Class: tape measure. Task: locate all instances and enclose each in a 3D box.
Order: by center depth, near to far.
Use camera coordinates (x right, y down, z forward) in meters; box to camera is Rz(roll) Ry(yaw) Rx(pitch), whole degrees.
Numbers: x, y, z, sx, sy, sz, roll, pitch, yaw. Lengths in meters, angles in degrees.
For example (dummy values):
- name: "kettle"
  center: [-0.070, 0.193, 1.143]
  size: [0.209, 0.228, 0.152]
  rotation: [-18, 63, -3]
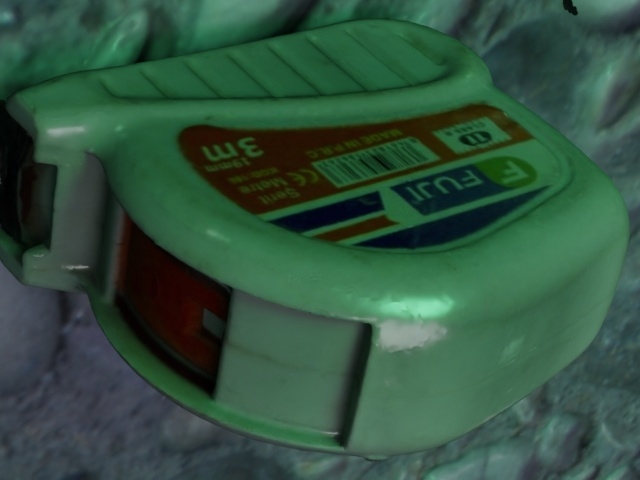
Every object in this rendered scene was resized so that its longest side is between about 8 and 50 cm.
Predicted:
- name: "tape measure"
  center: [-0.001, -0.001, 0.893]
  size: [0.243, 0.246, 0.125]
  rotation: [-17, 136, -33]
